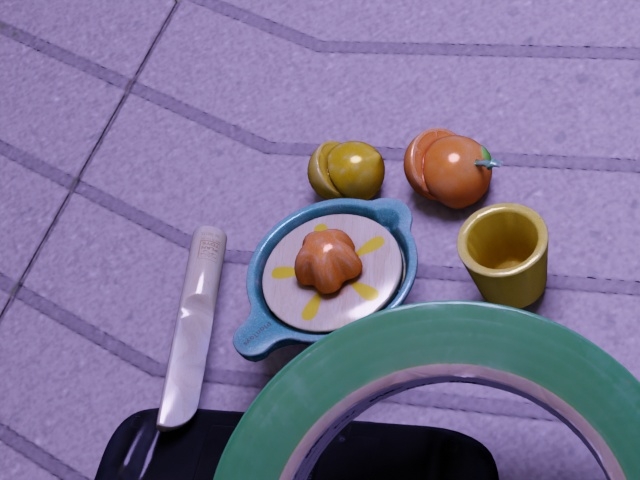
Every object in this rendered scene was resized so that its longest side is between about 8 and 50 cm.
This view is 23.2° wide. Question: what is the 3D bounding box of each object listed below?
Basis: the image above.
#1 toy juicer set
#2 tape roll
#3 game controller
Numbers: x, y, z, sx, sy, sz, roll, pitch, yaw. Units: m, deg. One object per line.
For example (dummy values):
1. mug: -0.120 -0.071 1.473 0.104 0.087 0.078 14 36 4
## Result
1. toy juicer set: 0.000 0.000 1.222 0.329 0.089 0.209 -20 51 2
2. tape roll: 0.087 0.202 1.018 0.321 0.077 0.321 -1 81 7
3. game controller: -0.030 0.203 1.152 0.319 0.067 0.166 2 47 21
